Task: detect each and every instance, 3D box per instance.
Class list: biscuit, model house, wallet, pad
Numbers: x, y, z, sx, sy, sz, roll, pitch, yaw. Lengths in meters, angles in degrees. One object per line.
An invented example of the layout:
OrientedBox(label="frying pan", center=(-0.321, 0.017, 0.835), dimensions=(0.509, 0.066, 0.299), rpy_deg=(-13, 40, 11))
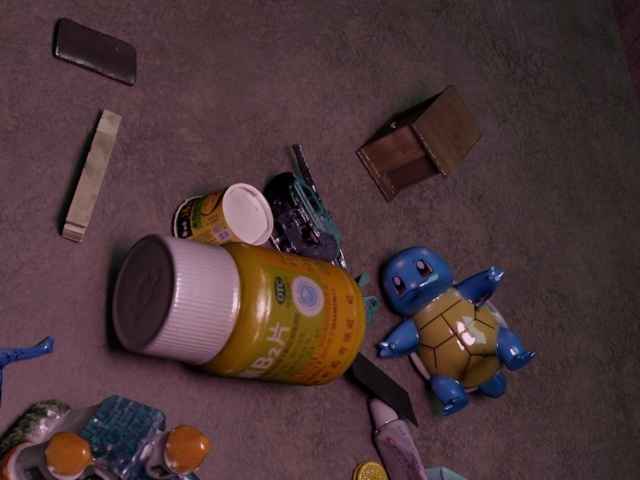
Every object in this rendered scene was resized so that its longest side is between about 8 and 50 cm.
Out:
OrientedBox(label="biscuit", center=(0.095, 0.461, 1.686), dimensions=(0.084, 0.023, 0.084), rpy_deg=(20, 60, -40))
OrientedBox(label="model house", center=(-0.270, 0.330, 1.193), dimensions=(0.271, 0.301, 0.190), rpy_deg=(52, 38, -15))
OrientedBox(label="wallet", center=(-0.388, -0.327, 1.544), dimensions=(0.156, 0.018, 0.082), rpy_deg=(15, 64, -40))
OrientedBox(label="pad", center=(0.123, 0.285, 1.759), dimensions=(0.193, 0.004, 0.116), rpy_deg=(43, 17, -24))

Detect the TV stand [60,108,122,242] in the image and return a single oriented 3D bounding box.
OrientedBox(label="TV stand", center=(-0.371, -0.113, 1.457), dimensions=(0.036, 0.042, 0.249), rpy_deg=(19, 57, -15))

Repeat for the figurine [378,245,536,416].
OrientedBox(label="figurine", center=(0.294, 0.198, 1.857), dimensions=(0.416, 0.298, 0.243), rpy_deg=(52, 11, -19))

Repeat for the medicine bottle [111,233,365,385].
OrientedBox(label="medicine bottle", center=(-0.128, 0.115, 1.464), dimensions=(0.384, 0.224, 0.224), rpy_deg=(15, 63, -40))

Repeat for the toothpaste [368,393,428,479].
OrientedBox(label="toothpaste", center=(0.157, 0.431, 1.703), dimensions=(0.068, 0.099, 0.282), rpy_deg=(-17, 68, -6))

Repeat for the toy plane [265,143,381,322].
OrientedBox(label="toy plane", center=(0.000, 0.000, 1.738), dimensions=(0.382, 0.106, 0.155), rpy_deg=(59, 32, -1))

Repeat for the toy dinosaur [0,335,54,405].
OrientedBox(label="toy dinosaur", center=(-0.478, 0.208, 1.192), dimensions=(0.144, 0.076, 0.329), rpy_deg=(52, 34, -25))

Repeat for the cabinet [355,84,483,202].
OrientedBox(label="cabinet", center=(0.220, -0.220, 1.986), dimensions=(0.148, 0.175, 0.215), rpy_deg=(55, 45, -12))

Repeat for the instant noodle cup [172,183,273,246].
OrientedBox(label="instant noodle cup", center=(-0.163, -0.025, 1.564), dimensions=(0.151, 0.122, 0.151), rpy_deg=(20, 60, -41))

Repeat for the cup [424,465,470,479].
OrientedBox(label="cup", center=(0.291, 0.540, 1.777), dimensions=(0.235, 0.148, 0.134), rpy_deg=(36, 77, -24))
